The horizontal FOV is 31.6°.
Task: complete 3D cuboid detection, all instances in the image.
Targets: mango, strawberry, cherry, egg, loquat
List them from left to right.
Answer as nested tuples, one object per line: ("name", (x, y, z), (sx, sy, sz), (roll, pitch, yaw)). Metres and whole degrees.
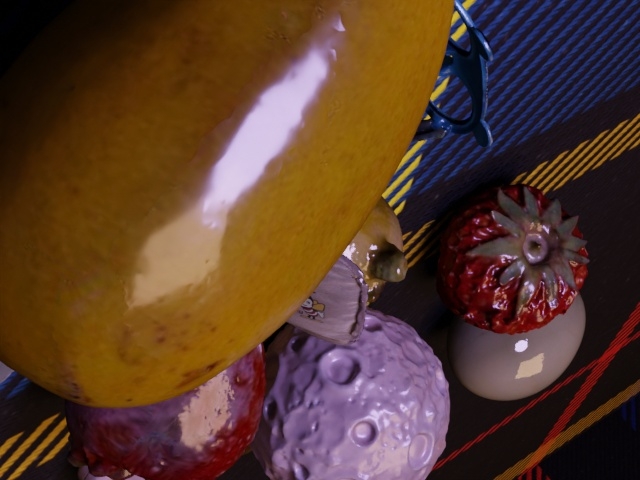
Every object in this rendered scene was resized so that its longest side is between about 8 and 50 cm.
("cherry", (-0.141, 0.139, 1.113), (0.249, 0.192, 0.175), (-56, -172, 27))
("mango", (-0.071, -0.081, 0.794), (0.445, 0.232, 0.300), (-53, 149, 4))
("loquat", (0.000, 0.000, 1.071), (0.172, 0.205, 0.149), (35, 82, -54))
("strawberry", (0.237, 0.039, 1.508), (0.205, 0.205, 0.244), (-29, 173, -24))
("egg", (0.304, 0.142, 1.746), (0.242, 0.186, 0.186), (-38, 156, -17))

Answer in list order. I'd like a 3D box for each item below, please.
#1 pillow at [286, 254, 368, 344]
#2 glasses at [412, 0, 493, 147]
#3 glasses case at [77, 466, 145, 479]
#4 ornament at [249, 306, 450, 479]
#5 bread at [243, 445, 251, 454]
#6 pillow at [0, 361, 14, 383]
("pillow", (-0.065, 0.024, 0.989), (0.038, 0.233, 0.130), (-57, 161, -36))
("glasses", (0.052, -0.151, 1.048), (0.207, 0.102, 0.239), (-10, 154, 1))
("glasses case", (-0.227, 0.310, 1.404), (0.113, 0.075, 0.296), (-31, 153, -17))
("ornament", (0.026, 0.205, 1.383), (0.225, 0.259, 0.259), (25, 118, -23))
("bread", (-0.111, 0.242, 1.475), (0.082, 0.060, 0.113), (-48, 153, 16))
("pillow", (-0.301, 0.103, 0.944), (0.254, 0.078, 0.144), (-45, 155, 10))
